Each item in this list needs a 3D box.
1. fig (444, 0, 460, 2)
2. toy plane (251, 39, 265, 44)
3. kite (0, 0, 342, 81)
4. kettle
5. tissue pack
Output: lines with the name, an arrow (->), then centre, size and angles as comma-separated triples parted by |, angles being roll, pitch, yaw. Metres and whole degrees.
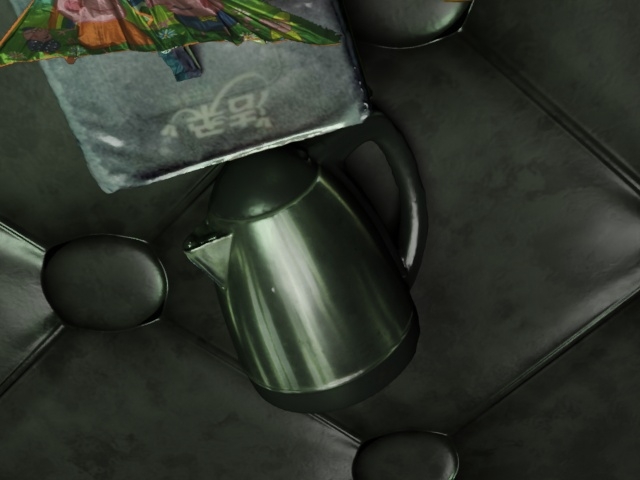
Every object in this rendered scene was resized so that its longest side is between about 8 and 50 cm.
fig -> 0.085, -0.380, 0.863 | 0.368, 0.286, 0.286 | 42, 116, -3
toy plane -> -0.097, -0.245, 0.863 | 0.244, 0.092, 0.229 | 3, 145, 0
kite -> -0.150, -0.182, 0.888 | 0.321, 0.016, 0.234 | -4, 161, 10
kettle -> -0.007, 0.011, 1.145 | 0.250, 0.207, 0.271 | -17, 124, 10
tissue pack -> -0.137, -0.256, 0.990 | 0.288, 0.124, 0.394 | -14, 126, 7
